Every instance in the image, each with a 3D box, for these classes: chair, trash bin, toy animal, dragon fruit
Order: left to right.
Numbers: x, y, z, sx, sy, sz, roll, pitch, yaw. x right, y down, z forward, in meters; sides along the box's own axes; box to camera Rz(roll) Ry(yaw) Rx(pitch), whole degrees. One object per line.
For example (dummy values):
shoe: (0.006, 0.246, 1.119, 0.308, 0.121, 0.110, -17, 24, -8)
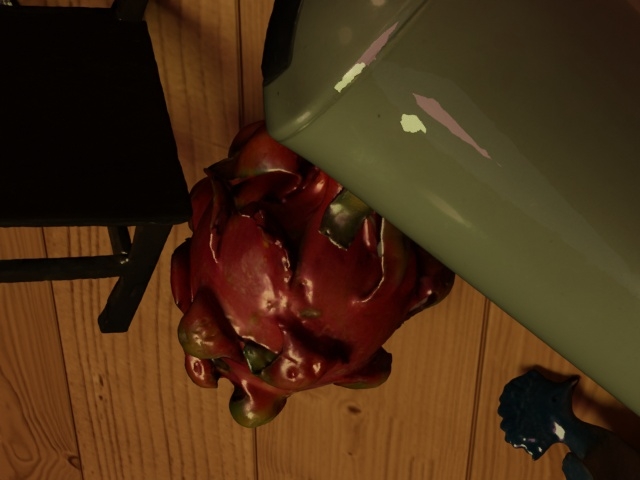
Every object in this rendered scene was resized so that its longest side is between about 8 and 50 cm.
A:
chair: (-0.214, -0.108, 1.277, 0.203, 0.241, 0.416, -1, 154, -23)
dragon fruit: (-0.017, 0.002, 1.325, 0.243, 0.227, 0.307, -5, 123, 16)
trash bin: (0.167, -0.084, 1.093, 0.432, 0.280, 0.280, 40, 139, -10)
toy animal: (0.265, 0.234, 1.425, 0.176, 0.256, 0.239, -12, 166, 13)

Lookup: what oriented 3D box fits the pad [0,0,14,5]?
pad: (-0.356, -0.219, 1.502, 0.174, 0.022, 0.233, -6, 124, 38)
